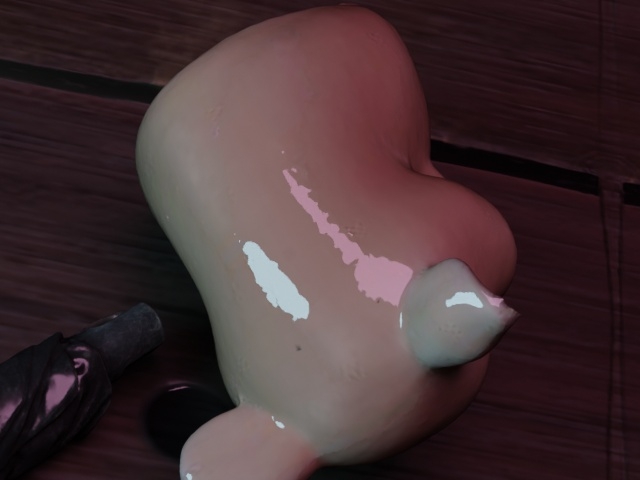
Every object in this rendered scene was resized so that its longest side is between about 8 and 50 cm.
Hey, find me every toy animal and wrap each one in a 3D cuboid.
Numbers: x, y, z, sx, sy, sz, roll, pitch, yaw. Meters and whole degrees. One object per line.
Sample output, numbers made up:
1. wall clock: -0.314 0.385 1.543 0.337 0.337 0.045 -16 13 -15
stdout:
1. toy animal: 0.003 0.003 1.013 0.213 0.195 0.256 15 40 -59

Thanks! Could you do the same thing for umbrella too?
1. umbrella: -0.171 0.101 0.956 0.236 0.059 0.066 -32 90 -36
